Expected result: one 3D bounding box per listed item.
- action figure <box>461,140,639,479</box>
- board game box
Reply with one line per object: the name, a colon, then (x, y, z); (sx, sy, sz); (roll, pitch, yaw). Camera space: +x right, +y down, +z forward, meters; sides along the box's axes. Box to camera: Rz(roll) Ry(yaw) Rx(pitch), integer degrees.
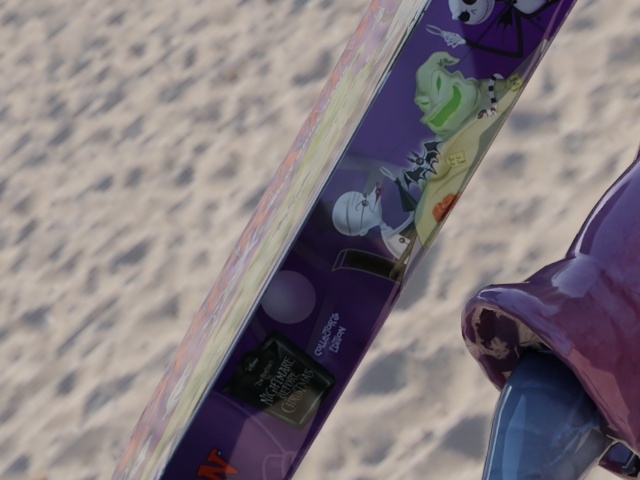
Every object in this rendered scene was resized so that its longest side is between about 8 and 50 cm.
action figure: (0.170, 0.034, 0.375); (0.248, 0.370, 0.276); (-13, 9, 21)
board game box: (0.000, 0.000, 0.663); (0.347, 0.056, 0.208); (-61, 3, 17)
